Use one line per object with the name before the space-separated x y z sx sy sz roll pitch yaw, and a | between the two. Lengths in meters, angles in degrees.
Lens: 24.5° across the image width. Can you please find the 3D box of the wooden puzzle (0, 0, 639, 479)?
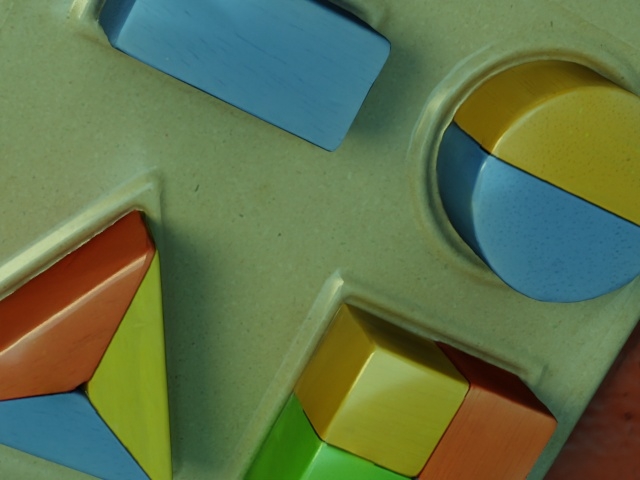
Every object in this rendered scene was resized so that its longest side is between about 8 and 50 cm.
wooden puzzle | 0.000 0.000 0.588 0.322 0.080 0.348 24 98 -22
